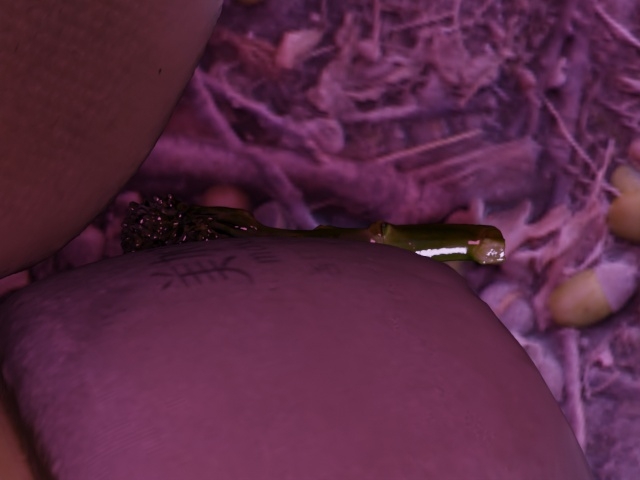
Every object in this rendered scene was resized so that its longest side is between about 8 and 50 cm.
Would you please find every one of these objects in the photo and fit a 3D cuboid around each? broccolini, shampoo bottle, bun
[{"bbox_3d":[0.000,-0.002,0.764,0.216,0.067,0.058,-3,121,-12],"label":"broccolini"},{"bbox_3d":[-0.038,0.159,0.635,0.317,0.322,0.322,-16,97,-17],"label":"shampoo bottle"},{"bbox_3d":[-0.193,-0.119,0.651,0.187,0.293,0.293,39,85,28],"label":"bun"}]
